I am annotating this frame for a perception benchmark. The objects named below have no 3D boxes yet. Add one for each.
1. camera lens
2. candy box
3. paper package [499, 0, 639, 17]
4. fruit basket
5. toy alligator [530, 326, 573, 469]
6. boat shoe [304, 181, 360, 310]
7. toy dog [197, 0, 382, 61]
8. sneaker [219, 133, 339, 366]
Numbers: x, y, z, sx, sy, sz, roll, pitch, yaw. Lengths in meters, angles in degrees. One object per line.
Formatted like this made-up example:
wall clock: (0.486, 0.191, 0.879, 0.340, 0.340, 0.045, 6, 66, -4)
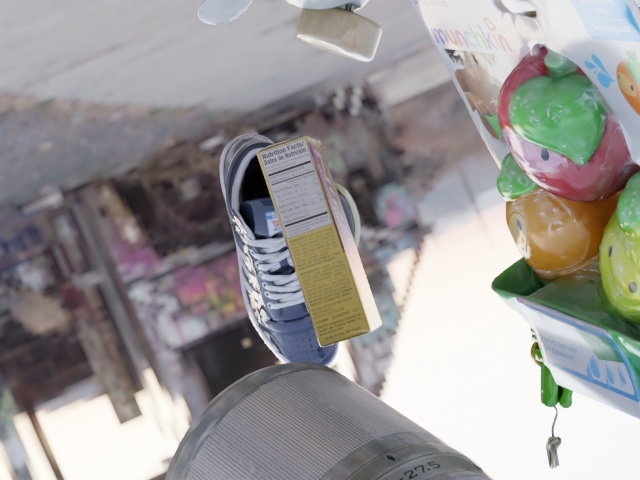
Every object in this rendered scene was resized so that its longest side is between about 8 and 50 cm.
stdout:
camera lens: (0.019, 0.241, 1.506, 0.219, 0.219, 0.274, -25, -143, -31)
candy box: (0.000, 0.000, 1.680, 0.053, 0.187, 0.109, -17, 178, 7)
paper package: (0.182, -0.352, 1.375, 0.168, 0.309, 0.325, -4, 174, 15)
fruit basket: (0.193, -0.035, 1.322, 0.165, 0.353, 0.327, -41, -157, -13)
toy alligator: (0.218, 0.107, 1.632, 0.051, 0.190, 0.056, -7, -178, -7)
boat shoe: (0.007, 0.011, 1.885, 0.056, 0.152, 0.049, 12, -145, 22)
toy dog: (-0.038, -0.282, 1.683, 0.161, 0.220, 0.334, 14, 159, 20)
sneaker: (-0.042, 0.018, 2.023, 0.099, 0.282, 0.153, -18, -176, -8)
